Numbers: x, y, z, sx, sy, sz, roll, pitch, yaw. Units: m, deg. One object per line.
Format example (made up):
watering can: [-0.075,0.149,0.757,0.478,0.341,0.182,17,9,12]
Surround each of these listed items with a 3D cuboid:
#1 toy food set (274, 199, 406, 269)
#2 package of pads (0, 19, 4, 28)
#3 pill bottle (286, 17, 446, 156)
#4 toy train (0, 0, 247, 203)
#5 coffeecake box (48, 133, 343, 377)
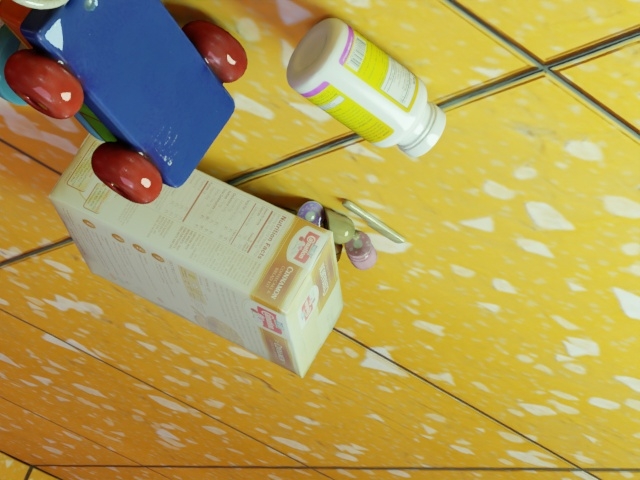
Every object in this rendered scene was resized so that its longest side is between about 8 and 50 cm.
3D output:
toy food set: [0.000,0.000,0.994,0.078,0.019,0.122,33,157,-28]
package of pads: [-0.211,-0.130,0.857,0.050,0.032,0.083,0,151,47]
pill bottle: [0.026,-0.077,0.739,0.083,0.043,0.043,33,157,-27]
toy train: [-0.153,-0.129,0.725,0.143,0.105,0.248,25,164,33]
coffeecake box: [-0.082,0.010,0.998,0.185,0.068,0.142,25,161,14]
